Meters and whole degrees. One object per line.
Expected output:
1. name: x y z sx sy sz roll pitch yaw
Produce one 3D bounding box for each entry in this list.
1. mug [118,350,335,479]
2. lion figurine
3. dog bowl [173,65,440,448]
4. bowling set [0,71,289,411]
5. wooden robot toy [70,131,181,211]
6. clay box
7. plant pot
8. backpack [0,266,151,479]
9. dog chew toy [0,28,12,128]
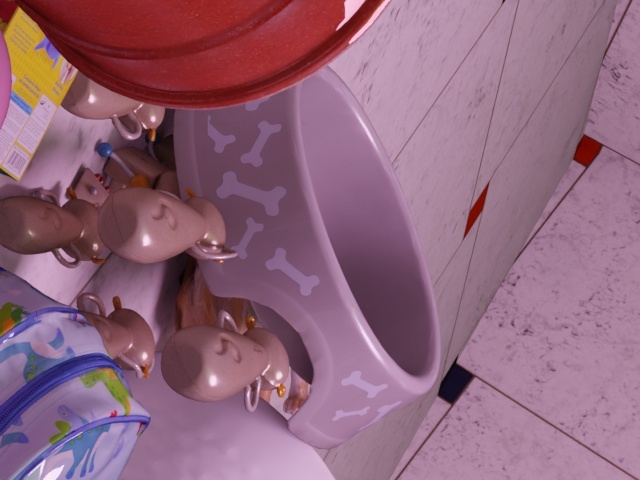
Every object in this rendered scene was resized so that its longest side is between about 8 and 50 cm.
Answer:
1. mug: -0.169 0.336 1.564 0.328 0.276 0.374 -45 146 -33
2. lion figurine: -0.071 0.078 1.860 0.392 0.142 0.240 -76 171 -86
3. dog bowl: 0.000 0.000 1.549 0.349 0.102 0.349 -20 90 -73
4. bowling set: -0.168 0.018 1.340 0.200 0.287 0.154 -24 170 20
5. wooden robot toy: -0.135 -0.038 1.473 0.076 0.079 0.173 -68 165 16
6. clay box: -0.179 -0.158 1.143 0.222 0.053 0.127 -64 166 -7
7. plant pot: -0.107 -0.225 0.908 0.272 0.272 0.265 -65 158 2
8. backpack: -0.265 0.175 1.082 0.290 0.273 0.356 32 73 -71
9. dog chew toy: -0.253 -0.019 0.835 0.207 0.206 0.332 101 12 -47
